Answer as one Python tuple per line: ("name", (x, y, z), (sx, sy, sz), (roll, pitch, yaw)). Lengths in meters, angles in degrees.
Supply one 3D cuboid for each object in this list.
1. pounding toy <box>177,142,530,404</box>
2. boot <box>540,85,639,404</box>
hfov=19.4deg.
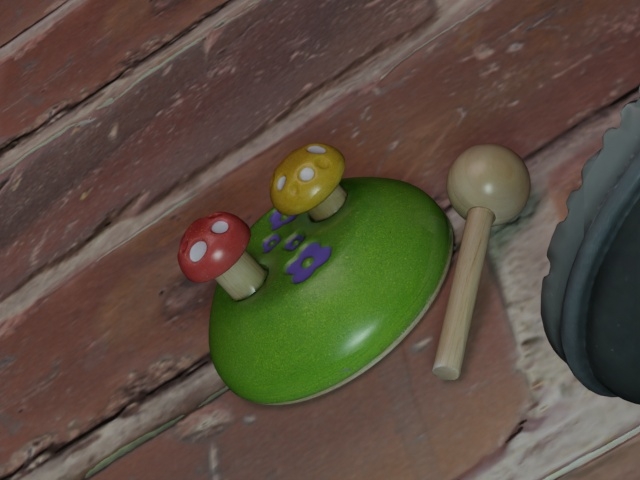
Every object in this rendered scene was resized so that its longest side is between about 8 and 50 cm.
("pounding toy", (0.000, 0.000, 1.187), (0.237, 0.110, 0.183), (-10, 41, 42))
("boot", (0.322, 0.037, 0.696), (0.367, 0.146, 0.445), (-53, 48, 15))
